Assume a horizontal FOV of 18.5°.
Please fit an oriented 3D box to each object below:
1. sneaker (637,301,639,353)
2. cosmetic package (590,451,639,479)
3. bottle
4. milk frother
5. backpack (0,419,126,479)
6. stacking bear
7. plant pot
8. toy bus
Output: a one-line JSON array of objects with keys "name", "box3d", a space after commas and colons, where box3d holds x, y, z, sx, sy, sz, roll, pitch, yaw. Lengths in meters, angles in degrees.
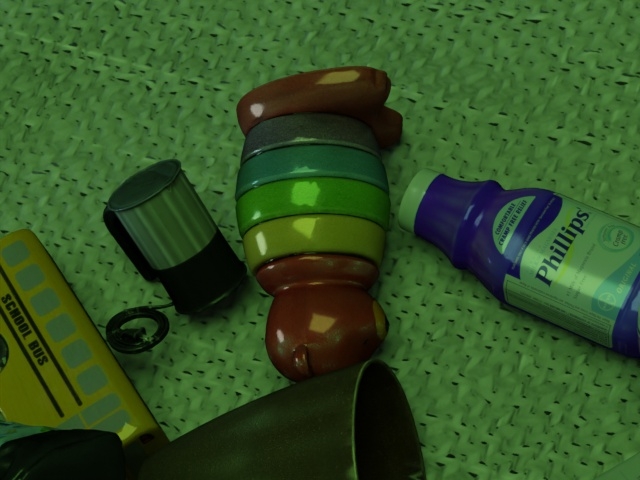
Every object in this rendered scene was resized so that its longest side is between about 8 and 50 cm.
[{"name": "sneaker", "box3d": [0.386, 0.067, 1.819, 0.102, 0.161, 0.282, 21, 45, 41]}, {"name": "cosmetic package", "box3d": [0.298, 0.311, 1.628, 0.453, 0.230, 0.161, -30, 22, -2]}, {"name": "bottle", "box3d": [0.211, 0.011, 1.888, 0.282, 0.092, 0.118, 25, 69, 22]}, {"name": "milk frother", "box3d": [-0.168, 0.019, 1.927, 0.129, 0.135, 0.143, -17, 27, 32]}, {"name": "backpack", "box3d": [-0.353, 0.281, 1.757, 0.355, 0.273, 0.290, 16, 106, 53]}, {"name": "stacking bear", "box3d": [0.000, 0.000, 1.911, 0.164, 0.175, 0.289, -5, 72, 8]}, {"name": "plant pot", "box3d": [-0.041, 0.232, 1.790, 0.230, 0.215, 0.215, -11, 63, 17]}, {"name": "toy bus", "box3d": [-0.250, 0.156, 1.913, 0.130, 0.108, 0.333, -33, 62, -7]}]
